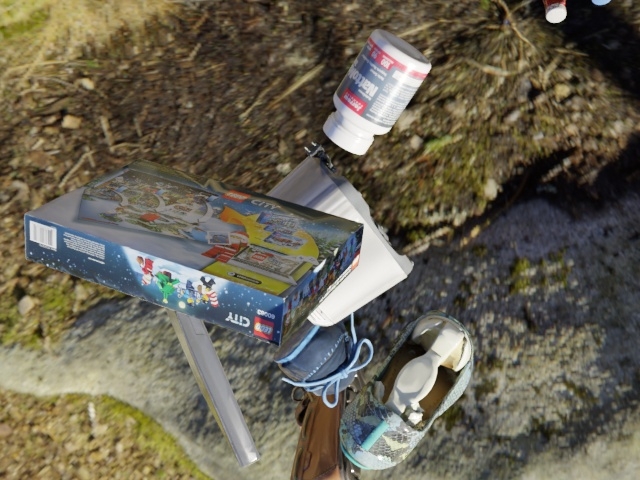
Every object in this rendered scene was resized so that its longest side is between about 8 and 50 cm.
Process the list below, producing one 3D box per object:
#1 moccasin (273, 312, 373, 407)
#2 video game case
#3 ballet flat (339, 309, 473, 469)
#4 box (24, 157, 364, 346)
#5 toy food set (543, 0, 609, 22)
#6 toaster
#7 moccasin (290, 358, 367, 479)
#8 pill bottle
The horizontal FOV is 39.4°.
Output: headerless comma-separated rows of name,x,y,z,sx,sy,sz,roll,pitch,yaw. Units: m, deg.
moccasin,0.015,0.169,1.348,0.138,0.342,0.117,-44,86,-1
video game case,-0.183,0.174,1.362,0.035,0.248,0.275,-24,113,-12
ballet flat,0.079,0.096,0.661,0.070,0.188,0.070,14,123,22
box,-0.100,0.001,0.743,0.233,0.159,0.044,17,117,19
toy food set,0.267,-0.328,1.055,0.232,0.111,0.104,1,60,6
toaster,0.000,0.000,1.099,0.146,0.129,0.227,-39,131,1
moccasin,0.008,0.325,1.648,0.147,0.380,0.139,-14,130,18
pill bottle,0.083,-0.231,1.415,0.108,0.108,0.180,34,113,2
